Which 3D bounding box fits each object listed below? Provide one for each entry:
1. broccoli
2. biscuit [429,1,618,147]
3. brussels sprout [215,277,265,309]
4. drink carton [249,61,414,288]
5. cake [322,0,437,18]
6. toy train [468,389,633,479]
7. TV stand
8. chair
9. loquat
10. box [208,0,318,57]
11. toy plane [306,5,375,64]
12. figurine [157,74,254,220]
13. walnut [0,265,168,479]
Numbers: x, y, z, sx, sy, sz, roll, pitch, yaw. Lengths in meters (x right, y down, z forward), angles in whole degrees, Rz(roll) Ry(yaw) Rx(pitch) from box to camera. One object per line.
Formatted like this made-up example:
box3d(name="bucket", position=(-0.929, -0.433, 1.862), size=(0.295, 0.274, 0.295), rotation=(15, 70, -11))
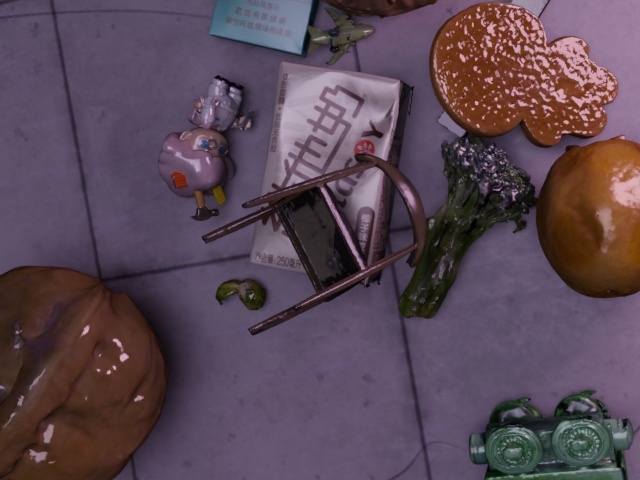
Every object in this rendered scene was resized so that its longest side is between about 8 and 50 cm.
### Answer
box3d(name="broccoli", position=(0.206, -0.007, 1.791), size=(0.165, 0.145, 0.304), rotation=(32, 112, 15))
box3d(name="biscuit", position=(0.300, -0.242, 1.752), size=(0.289, 0.044, 0.202), rotation=(14, 90, -10))
box3d(name="brussels sprout", position=(-0.130, 0.085, 1.910), size=(0.083, 0.046, 0.050), rotation=(9, 88, 14))
box3d(name="drink carton", position=(0.017, -0.100, 1.824), size=(0.194, 0.132, 0.324), rotation=(10, 94, 12))
box3d(name="cake", position=(0.073, -0.484, 1.673), size=(0.333, 0.321, 0.332), rotation=(0, 98, 3))
box3d(name="toy train", position=(0.350, 0.337, 1.765), size=(0.243, 0.132, 0.188), rotation=(-7, 99, 14))
box3d(name="TV stand", position=(0.268, -0.277, 1.799), size=(0.049, 0.040, 0.256), rotation=(33, 100, 11))
box3d(name="chair", position=(0.000, 0.000, 1.691), size=(0.166, 0.272, 0.188), rotation=(-32, 84, 58))
box3d(name="loquat", position=(0.414, -0.029, 1.683), size=(0.193, 0.238, 0.238), rotation=(-17, 88, 35))
box3d(name="box", position=(-0.076, -0.422, 1.876), size=(0.162, 0.041, 0.229), rotation=(15, 96, 12))
box3d(name="toy plane", position=(0.032, -0.322, 1.846), size=(0.111, 0.040, 0.102), rotation=(-6, 135, -4))
box3d(name="figurine", position=(-0.189, -0.151, 1.882), size=(0.112, 0.137, 0.228), rotation=(25, 95, 44))
box3d(name="walnut", position=(-0.422, 0.228, 1.836), size=(0.384, 0.383, 0.383), rotation=(1, 93, 14))
